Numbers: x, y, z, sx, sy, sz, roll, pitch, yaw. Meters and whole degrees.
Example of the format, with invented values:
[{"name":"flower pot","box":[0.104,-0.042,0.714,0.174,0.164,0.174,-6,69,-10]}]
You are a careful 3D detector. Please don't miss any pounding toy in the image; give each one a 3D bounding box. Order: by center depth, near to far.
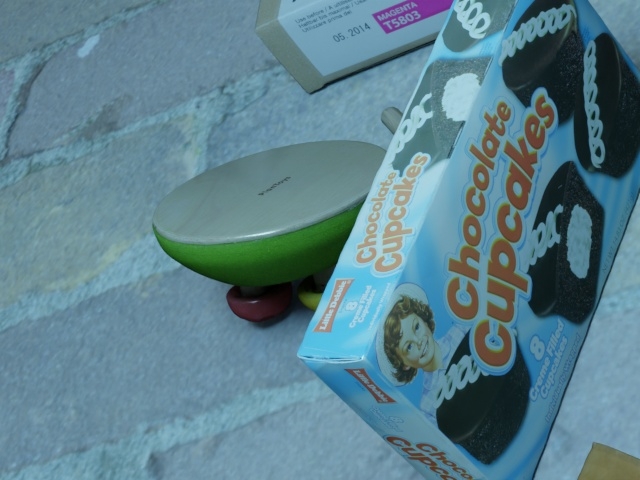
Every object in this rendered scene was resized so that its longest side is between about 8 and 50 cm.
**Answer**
[{"name":"pounding toy","box":[0.000,0.000,1.348,0.237,0.110,0.183,-20,22,-16]}]

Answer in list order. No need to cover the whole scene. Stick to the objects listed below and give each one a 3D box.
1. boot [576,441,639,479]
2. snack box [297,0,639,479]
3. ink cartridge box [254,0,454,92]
[{"name":"boot","box":[0.097,0.229,1.027,0.264,0.096,0.280,10,62,47]},{"name":"snack box","box":[0.114,-0.011,1.159,0.060,0.187,0.322,-1,55,42]},{"name":"ink cartridge box","box":[0.070,-0.252,1.508,0.234,0.088,0.193,-19,43,29]}]
